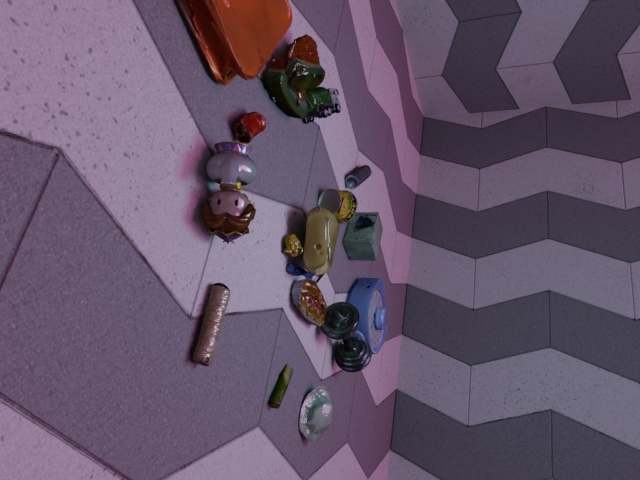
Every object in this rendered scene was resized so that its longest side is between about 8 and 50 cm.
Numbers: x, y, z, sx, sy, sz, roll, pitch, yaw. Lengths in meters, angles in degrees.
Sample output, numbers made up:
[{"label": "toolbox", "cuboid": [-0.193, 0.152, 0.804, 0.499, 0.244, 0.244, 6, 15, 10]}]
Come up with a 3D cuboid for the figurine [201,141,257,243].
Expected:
[{"label": "figurine", "cuboid": [-0.241, -0.122, 1.271, 0.189, 0.142, 0.263, 107, -15, -86]}]

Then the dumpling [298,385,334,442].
[{"label": "dumpling", "cuboid": [-0.007, 0.695, 1.906, 0.152, 0.108, 0.219, 40, 52, -63]}]

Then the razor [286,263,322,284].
[{"label": "razor", "cuboid": [-0.063, 0.130, 1.842, 0.082, 0.042, 0.253, -51, 154, 5]}]

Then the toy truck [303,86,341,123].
[{"label": "toy truck", "cuboid": [-0.007, -0.545, 1.886, 0.242, 0.101, 0.125, -41, 116, -58]}]

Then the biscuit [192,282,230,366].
[{"label": "biscuit", "cuboid": [-0.287, 0.221, 1.269, 0.061, 0.055, 0.219, 35, 59, -41]}]

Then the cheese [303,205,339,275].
[{"label": "cheese", "cuboid": [0.000, 0.000, 1.842, 0.316, 0.128, 0.259, -8, 106, -81]}]

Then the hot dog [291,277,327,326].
[{"label": "hot dog", "cuboid": [-0.037, 0.241, 1.861, 0.268, 0.075, 0.144, 55, 44, -52]}]

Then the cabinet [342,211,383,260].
[{"label": "cabinet", "cuboid": [0.215, -0.026, 2.378, 0.150, 0.145, 0.206, 66, 33, -46]}]

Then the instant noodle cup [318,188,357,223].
[{"label": "instant noodle cup", "cuboid": [0.066, -0.155, 2.031, 0.122, 0.151, 0.151, 17, 75, -56]}]

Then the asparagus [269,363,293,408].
[{"label": "asparagus", "cuboid": [-0.133, 0.510, 1.680, 0.178, 0.041, 0.045, -64, 155, -48]}]

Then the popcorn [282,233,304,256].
[{"label": "popcorn", "cuboid": [-0.108, 0.026, 1.717, 0.084, 0.084, 0.084, 1, 90, -68]}]

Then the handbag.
[{"label": "handbag", "cuboid": [-0.227, -0.654, 1.329, 0.303, 0.116, 0.410, 66, 32, -40]}]

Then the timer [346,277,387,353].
[{"label": "timer", "cuboid": [0.248, 0.407, 2.441, 0.395, 0.173, 0.395, 2, 90, -68]}]

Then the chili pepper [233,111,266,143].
[{"label": "chili pepper", "cuboid": [-0.211, -0.342, 1.429, 0.070, 0.073, 0.123, -52, -178, 39]}]

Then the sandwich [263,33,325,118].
[{"label": "sandwich", "cuboid": [-0.063, -0.589, 1.663, 0.250, 0.162, 0.301, 56, 43, -61]}]

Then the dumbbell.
[{"label": "dumbbell", "cuboid": [0.115, 0.432, 2.105, 0.406, 0.179, 0.179, 70, 30, -43]}]

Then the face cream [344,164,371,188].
[{"label": "face cream", "cuboid": [0.201, -0.331, 2.429, 0.283, 0.073, 0.073, -44, 130, -60]}]
